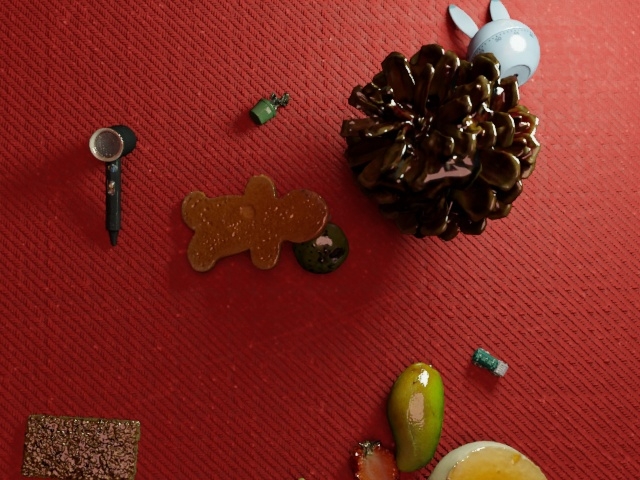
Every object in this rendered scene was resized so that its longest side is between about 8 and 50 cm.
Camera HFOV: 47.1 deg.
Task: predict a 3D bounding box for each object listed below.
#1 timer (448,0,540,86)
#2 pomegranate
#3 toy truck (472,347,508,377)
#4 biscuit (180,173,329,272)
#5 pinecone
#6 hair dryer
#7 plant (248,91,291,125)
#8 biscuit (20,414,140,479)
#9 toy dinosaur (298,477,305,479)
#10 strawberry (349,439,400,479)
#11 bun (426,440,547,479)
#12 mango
[{"bbox_3d":[0.393,-0.437,1.674,0.175,0.255,0.175,-8,124,-13],"label":"timer"},{"bbox_3d":[0.000,0.000,1.584,0.122,0.122,0.161,7,46,-7],"label":"pomegranate"},{"bbox_3d":[0.375,0.271,1.628,0.083,0.044,0.039,31,84,-3],"label":"toy truck"},{"bbox_3d":[-0.135,-0.032,1.544,0.324,0.049,0.205,-13,75,15],"label":"biscuit"},{"bbox_3d":[0.223,-0.210,1.473,0.398,0.398,0.397,1,84,-7],"label":"pinecone"},{"bbox_3d":[-0.436,-0.117,1.552,0.070,0.128,0.255,5,105,-1],"label":"hair dryer"},{"bbox_3d":[-0.109,-0.300,1.625,0.102,0.051,0.051,-41,90,-20],"label":"plant"},{"bbox_3d":[-0.490,0.427,1.507,0.231,0.025,0.131,4,84,-7],"label":"biscuit"},{"bbox_3d":[-0.027,0.629,1.518,0.153,0.094,0.259,17,90,-5],"label":"toy dinosaur"},{"bbox_3d":[0.118,0.490,1.571,0.104,0.048,0.152,-27,104,-16],"label":"strawberry"},{"bbox_3d":[0.336,0.573,1.531,0.299,0.165,0.299,6,68,-15],"label":"bun"},{"bbox_3d":[0.198,0.376,1.560,0.125,0.111,0.233,12,84,0],"label":"mango"}]
